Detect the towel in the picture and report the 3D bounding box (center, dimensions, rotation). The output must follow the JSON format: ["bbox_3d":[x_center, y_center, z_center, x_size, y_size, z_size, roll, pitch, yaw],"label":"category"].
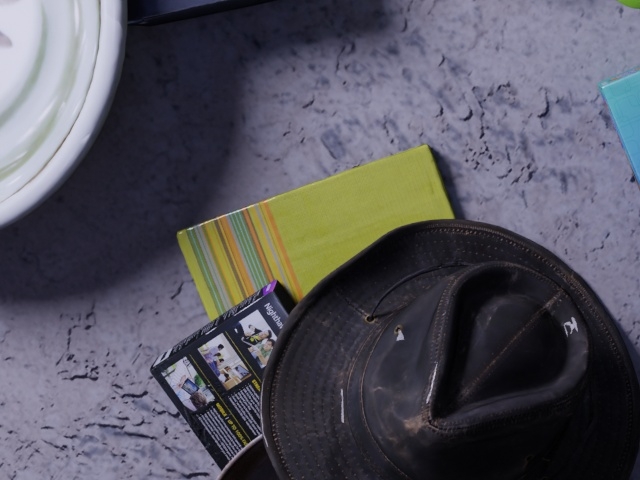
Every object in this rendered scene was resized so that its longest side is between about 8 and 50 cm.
[{"bbox_3d":[0.000,0.000,1.462,0.237,0.021,0.102,-19,99,10],"label":"towel"}]

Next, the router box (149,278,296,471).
[{"bbox_3d":[-0.043,0.145,1.463,0.133,0.046,0.179,-33,98,11],"label":"router box"}]

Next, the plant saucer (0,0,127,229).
[{"bbox_3d":[-0.338,-0.196,1.437,0.400,0.100,0.401,2,98,16],"label":"plant saucer"}]

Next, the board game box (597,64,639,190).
[{"bbox_3d":[0.282,-0.037,1.341,0.047,0.160,0.210,-23,93,10],"label":"board game box"}]

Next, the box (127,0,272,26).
[{"bbox_3d":[-0.097,-0.271,1.406,0.156,0.093,0.158,-10,94,10],"label":"box"}]

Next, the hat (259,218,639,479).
[{"bbox_3d":[0.125,0.114,1.321,0.331,0.134,0.331,5,68,-13],"label":"hat"}]

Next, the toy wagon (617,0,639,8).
[{"bbox_3d":[0.173,-0.328,1.300,0.344,0.068,0.267,18,139,17],"label":"toy wagon"}]

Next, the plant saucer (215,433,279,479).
[{"bbox_3d":[0.044,0.272,1.444,0.310,0.050,0.311,0,107,0],"label":"plant saucer"}]
